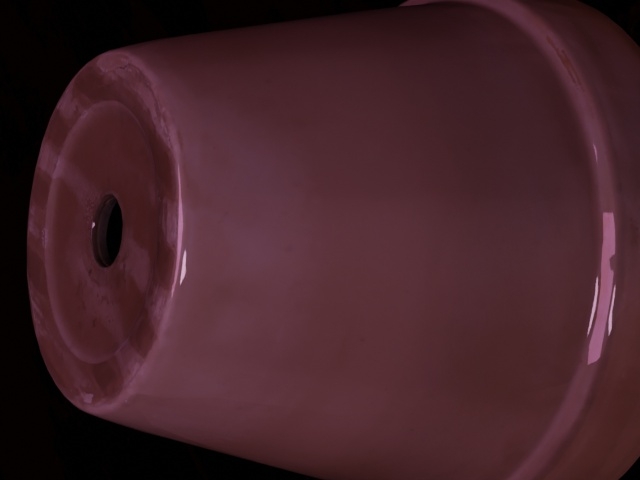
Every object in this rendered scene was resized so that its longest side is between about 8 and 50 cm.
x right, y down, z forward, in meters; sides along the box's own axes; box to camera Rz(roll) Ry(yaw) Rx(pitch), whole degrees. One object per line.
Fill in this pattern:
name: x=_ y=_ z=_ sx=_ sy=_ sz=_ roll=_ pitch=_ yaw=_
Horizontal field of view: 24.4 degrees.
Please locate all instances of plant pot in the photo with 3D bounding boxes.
plant pot: x=0.000 y=0.000 z=0.831 sx=0.323 sy=0.280 sz=0.323 roll=-11 pitch=77 yaw=56
